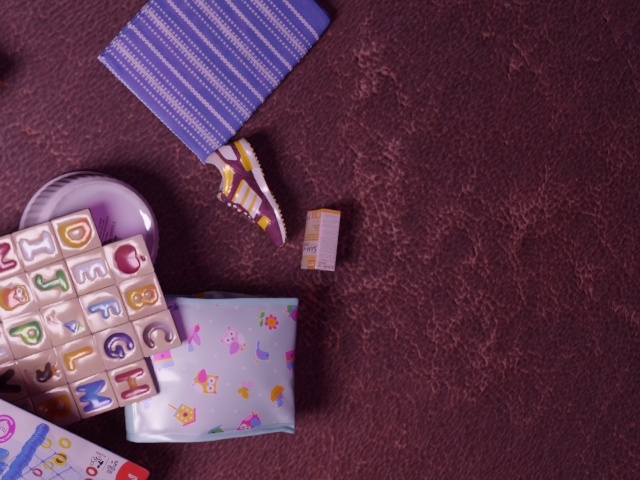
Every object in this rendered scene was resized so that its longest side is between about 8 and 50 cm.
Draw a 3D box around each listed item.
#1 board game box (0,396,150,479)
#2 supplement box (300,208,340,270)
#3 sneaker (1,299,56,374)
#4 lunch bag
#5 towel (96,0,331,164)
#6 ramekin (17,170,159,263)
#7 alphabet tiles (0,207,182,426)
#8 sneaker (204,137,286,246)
[{"bbox_3d":[-0.426,0.386,1.568,0.308,0.086,0.302,37,74,-40],"label":"board game box"},{"bbox_3d":[0.000,0.000,1.887,0.036,0.062,0.098,8,84,-24],"label":"supplement box"},{"bbox_3d":[-0.429,0.171,1.680,0.240,0.091,0.126,45,81,-8],"label":"sneaker"},{"bbox_3d":[-0.176,0.189,1.752,0.262,0.160,0.223,0,90,-29],"label":"lunch bag"},{"bbox_3d":[-0.161,-0.323,1.848,0.243,0.040,0.336,45,74,-18],"label":"towel"},{"bbox_3d":[-0.336,-0.002,1.716,0.207,0.109,0.207,1,88,-23],"label":"ramekin"},{"bbox_3d":[-0.385,0.123,1.635,0.342,0.011,0.285,-18,99,-1],"label":"alphabet tiles"},{"bbox_3d":[-0.118,-0.066,1.843,0.083,0.069,0.186,-24,99,-5],"label":"sneaker"}]
